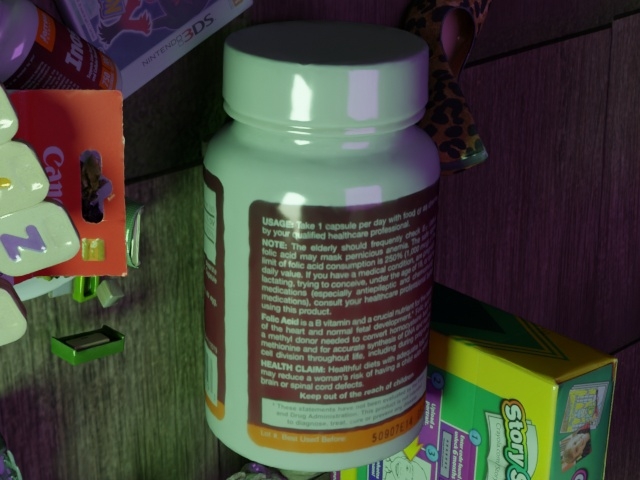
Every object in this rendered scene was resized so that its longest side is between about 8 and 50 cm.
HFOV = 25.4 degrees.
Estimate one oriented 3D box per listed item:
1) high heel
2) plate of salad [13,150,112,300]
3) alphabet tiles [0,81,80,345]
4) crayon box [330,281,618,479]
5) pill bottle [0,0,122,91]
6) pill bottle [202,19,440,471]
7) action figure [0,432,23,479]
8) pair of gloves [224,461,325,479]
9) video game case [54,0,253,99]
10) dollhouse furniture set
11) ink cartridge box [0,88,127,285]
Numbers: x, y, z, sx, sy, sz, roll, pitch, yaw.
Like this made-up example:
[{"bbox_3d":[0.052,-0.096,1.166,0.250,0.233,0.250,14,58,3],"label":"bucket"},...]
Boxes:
[{"bbox_3d":[0.157,-0.177,1.470,0.261,0.186,0.093,-52,135,-16],"label":"high heel"},{"bbox_3d":[-0.263,-0.024,1.170,0.200,0.048,0.200,-9,124,-14],"label":"plate of salad"},{"bbox_3d":[-0.335,-0.017,1.056,0.278,0.021,0.284,-19,125,4],"label":"alphabet tiles"},{"bbox_3d":[0.152,0.249,1.549,0.106,0.313,0.363,-17,118,-40],"label":"crayon box"},{"bbox_3d":[-0.241,-0.146,1.160,0.152,0.086,0.086,34,82,-47],"label":"pill bottle"},{"bbox_3d":[0.000,0.000,1.361,0.224,0.224,0.392,-17,118,-40],"label":"pill bottle"},{"bbox_3d":[-0.283,0.299,1.297,0.185,0.099,0.285,-45,136,-29],"label":"action figure"},{"bbox_3d":[-0.062,0.249,1.453,0.240,0.204,0.042,-20,77,-35],"label":"pair of gloves"},{"bbox_3d":[-0.156,-0.247,1.249,0.183,0.023,0.201,-41,131,-26],"label":"video game case"},{"bbox_3d":[-0.207,0.030,1.274,0.058,0.076,0.151,-11,115,-43],"label":"dollhouse furniture set"},{"bbox_3d":[-0.265,-0.029,1.099,0.225,0.056,0.181,1,125,-4],"label":"ink cartridge box"}]
